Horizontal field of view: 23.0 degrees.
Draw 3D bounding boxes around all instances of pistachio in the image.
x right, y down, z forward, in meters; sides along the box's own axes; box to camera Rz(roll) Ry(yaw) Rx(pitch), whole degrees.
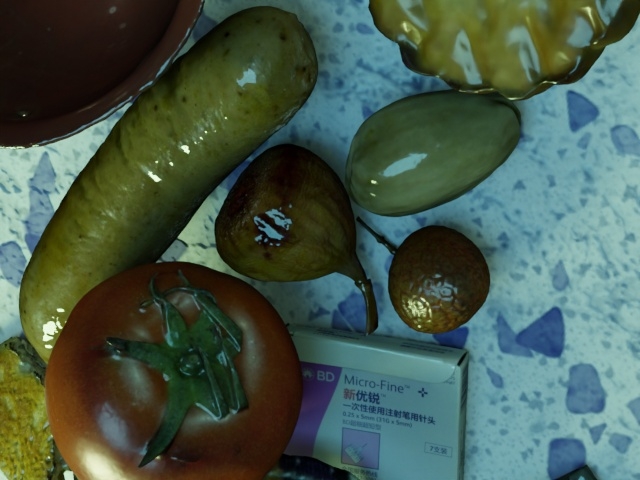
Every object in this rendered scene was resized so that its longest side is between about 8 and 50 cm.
[{"bbox_3d":[0.103,-0.085,1.502,0.185,0.108,0.126,-27,121,21],"label":"pistachio"}]

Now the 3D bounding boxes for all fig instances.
[{"bbox_3d":[0.000,0.000,1.577,0.201,0.134,0.146,33,149,-11],"label":"fig"}]

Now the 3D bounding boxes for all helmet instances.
[{"bbox_3d":[-0.254,-0.286,1.503,0.385,0.230,0.337,-25,100,19],"label":"helmet"}]

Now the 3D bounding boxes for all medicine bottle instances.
[{"bbox_3d":[0.054,0.178,1.650,0.201,0.052,0.171,9,113,18],"label":"medicine bottle"}]

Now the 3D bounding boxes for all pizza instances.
[{"bbox_3d":[-0.332,0.211,1.791,0.226,0.069,0.147,41,106,31],"label":"pizza"}]

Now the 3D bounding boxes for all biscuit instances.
[{"bbox_3d":[0.163,-0.287,1.376,0.326,0.107,0.326,11,108,35],"label":"biscuit"}]

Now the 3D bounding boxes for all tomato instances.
[{"bbox_3d":[-0.148,0.148,1.573,0.256,0.256,0.224,41,148,4],"label":"tomato"}]

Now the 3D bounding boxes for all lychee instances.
[{"bbox_3d":[0.111,0.032,1.550,0.101,0.140,0.114,-19,110,-6],"label":"lychee"}]

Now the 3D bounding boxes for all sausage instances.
[{"bbox_3d":[-0.173,-0.057,1.611,0.501,0.123,0.136,-46,61,32],"label":"sausage"}]

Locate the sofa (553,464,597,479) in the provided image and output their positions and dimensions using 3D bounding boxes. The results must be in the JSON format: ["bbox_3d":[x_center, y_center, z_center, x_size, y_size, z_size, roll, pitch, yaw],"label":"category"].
[{"bbox_3d":[0.271,0.312,1.603,0.085,0.060,0.147,-31,95,28],"label":"sofa"}]

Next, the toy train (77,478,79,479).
[{"bbox_3d":[-0.212,0.309,1.754,0.137,0.090,0.225,-16,75,43],"label":"toy train"}]

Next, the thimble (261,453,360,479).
[{"bbox_3d":[-0.038,0.342,1.664,0.237,0.150,0.237,12,136,12],"label":"thimble"}]
